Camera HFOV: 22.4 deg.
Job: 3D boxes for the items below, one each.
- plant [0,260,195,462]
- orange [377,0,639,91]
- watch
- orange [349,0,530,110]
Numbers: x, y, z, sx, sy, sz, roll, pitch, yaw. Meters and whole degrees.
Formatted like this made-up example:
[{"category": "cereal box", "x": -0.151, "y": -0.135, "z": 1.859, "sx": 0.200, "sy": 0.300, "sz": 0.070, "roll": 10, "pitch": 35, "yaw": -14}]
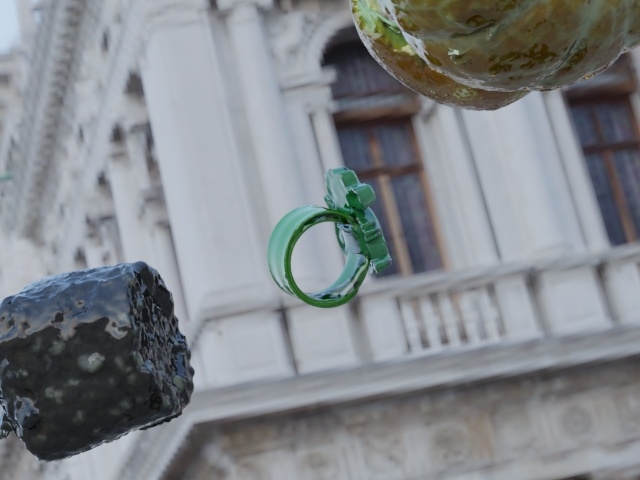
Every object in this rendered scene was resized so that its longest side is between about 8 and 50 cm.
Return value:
[{"category": "plant", "x": -0.327, "y": 0.152, "z": 1.968, "sx": 0.312, "sy": 0.215, "sz": 0.213, "roll": -12, "pitch": 8, "yaw": 9}, {"category": "orange", "x": 0.182, "y": -0.293, "z": 1.401, "sx": 0.329, "sy": 0.249, "sz": 0.329, "roll": -15, "pitch": -59, "yaw": -27}, {"category": "watch", "x": 0.000, "y": 0.000, "z": 2.160, "sx": 0.152, "sy": 0.165, "sz": 0.131, "roll": -26, "pitch": 20, "yaw": -16}, {"category": "orange", "x": 0.148, "y": -0.237, "z": 1.741, "sx": 0.237, "sy": 0.179, "sz": 0.158, "roll": 29, "pitch": -21, "yaw": 13}]
